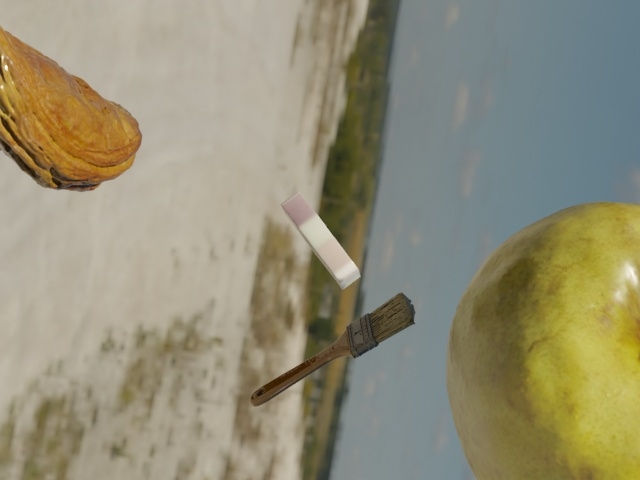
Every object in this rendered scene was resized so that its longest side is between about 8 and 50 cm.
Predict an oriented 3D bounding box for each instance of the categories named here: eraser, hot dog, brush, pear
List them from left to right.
[{"bbox_3d":[-0.317,-0.146,1.639,0.122,0.196,0.272,-56,144,1],"label":"hot dog"},{"bbox_3d":[0.000,0.000,1.602,0.026,0.105,0.065,-37,170,-1],"label":"eraser"},{"bbox_3d":[0.008,0.100,1.336,0.014,0.170,0.043,50,16,-27],"label":"brush"},{"bbox_3d":[0.236,0.117,1.210,0.304,0.303,0.304,10,90,-89],"label":"pear"}]
